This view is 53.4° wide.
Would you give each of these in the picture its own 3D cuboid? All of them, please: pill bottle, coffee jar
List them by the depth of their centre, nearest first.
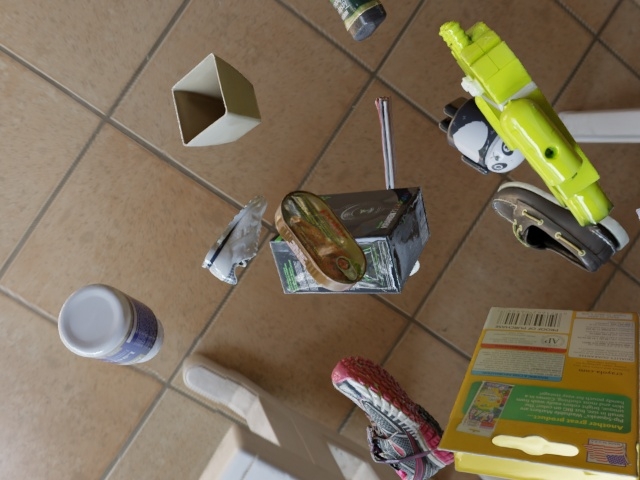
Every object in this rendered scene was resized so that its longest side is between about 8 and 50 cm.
[{"bbox_3d":[0.067,-0.538,1.403,0.079,0.096,0.185,-33,90,-25],"label":"coffee jar"},{"bbox_3d":[-0.451,0.196,1.414,0.153,0.265,0.153,-2,73,6],"label":"pill bottle"}]

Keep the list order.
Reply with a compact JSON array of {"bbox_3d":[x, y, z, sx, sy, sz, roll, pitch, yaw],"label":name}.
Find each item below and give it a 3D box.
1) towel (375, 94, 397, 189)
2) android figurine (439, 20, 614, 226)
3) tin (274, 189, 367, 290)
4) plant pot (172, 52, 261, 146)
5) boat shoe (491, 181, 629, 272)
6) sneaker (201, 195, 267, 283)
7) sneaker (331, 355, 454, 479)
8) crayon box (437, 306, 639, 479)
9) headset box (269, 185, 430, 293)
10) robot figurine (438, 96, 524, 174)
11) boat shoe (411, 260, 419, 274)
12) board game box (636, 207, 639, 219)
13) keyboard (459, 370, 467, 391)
[{"bbox_3d":[0.180,-0.270,1.723,0.037,0.329,0.237,-5,103,9],"label":"towel"},{"bbox_3d":[0.228,-0.141,0.728,0.056,0.248,0.273,-38,102,16],"label":"android figurine"},{"bbox_3d":[0.000,0.000,1.063,0.106,0.040,0.190,-27,74,-37],"label":"tin"},{"bbox_3d":[-0.159,-0.213,1.019,0.096,0.109,0.109,6,64,-50],"label":"plant pot"},{"bbox_3d":[0.311,-0.022,0.886,0.069,0.227,0.081,-47,120,-5],"label":"boat shoe"},{"bbox_3d":[-0.183,-0.005,1.507,0.094,0.090,0.235,33,64,-2],"label":"sneaker"},{"bbox_3d":[0.114,0.307,1.046,0.112,0.121,0.299,-39,116,5],"label":"sneaker"},{"bbox_3d":[0.287,0.198,0.795,0.202,0.323,0.083,0,113,27],"label":"crayon box"},{"bbox_3d":[0.061,-0.002,1.359,0.282,0.246,0.131,-3,116,27],"label":"headset box"},{"bbox_3d":[0.489,-0.319,1.901,0.278,0.209,0.174,39,93,25],"label":"robot figurine"},{"bbox_3d":[0.107,0.040,1.717,0.319,0.099,0.116,-2,135,13],"label":"boat shoe"},{"bbox_3d":[0.695,-0.074,1.157,0.194,0.194,0.060,-18,82,-33],"label":"board game box"},{"bbox_3d":[0.369,0.299,1.270,0.180,0.108,0.023,-4,121,30],"label":"keyboard"}]
